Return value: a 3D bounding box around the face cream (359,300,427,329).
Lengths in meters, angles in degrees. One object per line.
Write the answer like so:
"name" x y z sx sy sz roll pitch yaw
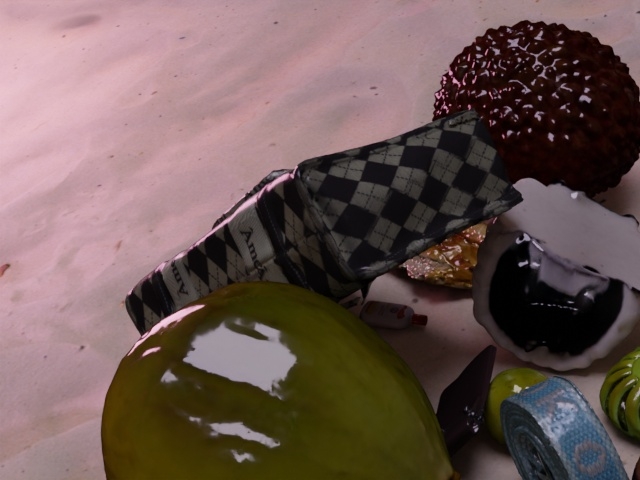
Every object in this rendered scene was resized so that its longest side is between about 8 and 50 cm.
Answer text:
"face cream" 0.092 0.093 2.076 0.083 0.021 0.040 7 37 24

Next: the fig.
"fig" -0.040 0.211 1.676 0.343 0.343 0.343 -7 33 5

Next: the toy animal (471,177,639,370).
"toy animal" 0.281 0.042 1.977 0.208 0.156 0.204 27 39 3

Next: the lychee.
"lychee" 0.292 -0.151 2.194 0.264 0.300 0.264 -42 26 26

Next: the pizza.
"pizza" 0.152 0.006 2.160 0.134 0.056 0.271 -19 32 -28

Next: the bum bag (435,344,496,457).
"bum bag" 0.149 0.187 1.853 0.026 0.109 0.159 34 35 -8

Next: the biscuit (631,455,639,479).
"biscuit" 0.382 0.247 1.615 0.176 0.031 0.228 38 93 29

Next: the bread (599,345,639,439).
"bread" 0.374 0.163 1.847 0.130 0.071 0.139 12 39 38

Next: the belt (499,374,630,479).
"belt" 0.254 0.223 1.718 0.082 0.163 0.147 -22 7 -14

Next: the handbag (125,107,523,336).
"handbag" 0.000 0.000 1.961 0.317 0.180 0.416 -26 -4 -40

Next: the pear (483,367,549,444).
"pear" 0.219 0.180 1.850 0.092 0.092 0.097 -18 34 -12
